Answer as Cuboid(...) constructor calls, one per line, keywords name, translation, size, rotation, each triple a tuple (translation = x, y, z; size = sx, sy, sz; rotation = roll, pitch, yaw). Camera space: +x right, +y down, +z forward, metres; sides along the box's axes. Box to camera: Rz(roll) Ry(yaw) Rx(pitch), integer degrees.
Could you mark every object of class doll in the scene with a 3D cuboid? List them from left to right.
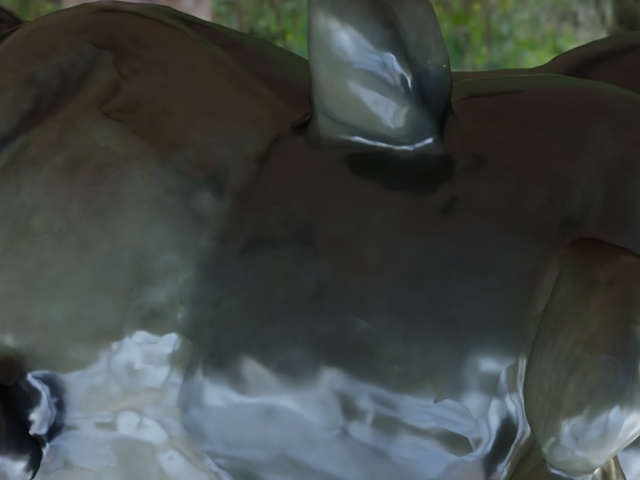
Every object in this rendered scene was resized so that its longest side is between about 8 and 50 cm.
Cuboid(name="doll", translation=(0.008, 0.023, 0.687), size=(0.382, 0.252, 0.379), rotation=(10, -174, 33))
